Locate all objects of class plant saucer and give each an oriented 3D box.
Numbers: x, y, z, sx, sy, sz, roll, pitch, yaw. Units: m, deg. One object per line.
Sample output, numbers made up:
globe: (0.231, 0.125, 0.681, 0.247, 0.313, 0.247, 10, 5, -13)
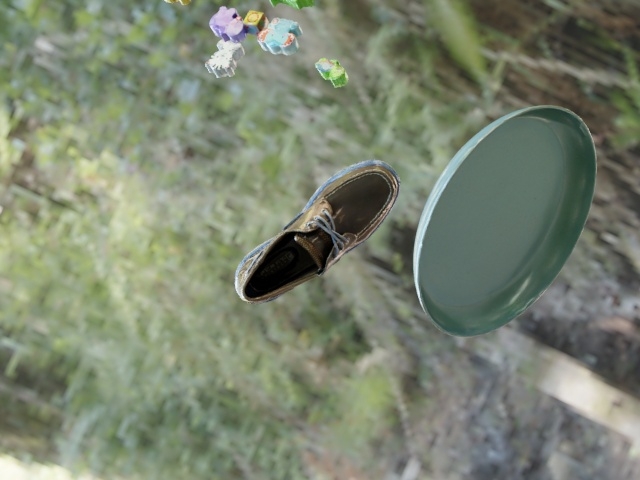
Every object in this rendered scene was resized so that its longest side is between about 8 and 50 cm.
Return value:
plant saucer: (0.225, -0.028, 2.122, 0.317, 0.043, 0.318, -26, -47, -33)

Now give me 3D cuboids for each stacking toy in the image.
stacking toy: (-0.082, -0.262, 2.127, 0.052, 0.221, 0.167, -63, -33, -22)

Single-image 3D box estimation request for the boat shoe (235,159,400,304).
boat shoe: (0.000, 0.000, 1.541, 0.183, 0.066, 0.066, -42, 9, 11)
